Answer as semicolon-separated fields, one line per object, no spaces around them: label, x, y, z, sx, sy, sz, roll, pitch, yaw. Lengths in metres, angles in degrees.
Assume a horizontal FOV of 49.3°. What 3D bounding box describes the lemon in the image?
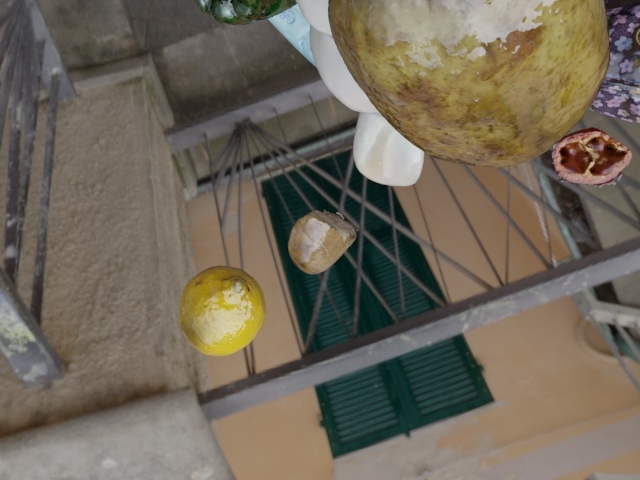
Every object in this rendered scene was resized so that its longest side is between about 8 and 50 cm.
lemon;-0.212;0.150;1.502;0.188;0.188;0.257;2;150;-18

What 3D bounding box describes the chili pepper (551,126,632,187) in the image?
chili pepper;0.343;-0.116;0.878;0.088;0.169;0.065;12;110;20

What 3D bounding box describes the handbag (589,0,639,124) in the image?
handbag;0.469;-0.273;0.995;0.228;0.208;0.127;19;166;18

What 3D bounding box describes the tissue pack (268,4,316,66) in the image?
tissue pack;-0.010;-0.411;1.380;0.263;0.177;0.089;42;106;-1

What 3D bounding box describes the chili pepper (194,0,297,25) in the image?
chili pepper;-0.092;-0.311;0.736;0.261;0.174;0.165;-36;137;-22

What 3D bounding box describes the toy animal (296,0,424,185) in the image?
toy animal;0.052;-0.211;0.593;0.196;0.241;0.368;-40;124;-2

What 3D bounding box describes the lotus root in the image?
lotus root;0.095;-0.115;0.421;0.145;0.129;0.260;-11;160;22

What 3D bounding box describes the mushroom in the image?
mushroom;0.002;0.001;1.017;0.094;0.072;0.210;-46;175;5
